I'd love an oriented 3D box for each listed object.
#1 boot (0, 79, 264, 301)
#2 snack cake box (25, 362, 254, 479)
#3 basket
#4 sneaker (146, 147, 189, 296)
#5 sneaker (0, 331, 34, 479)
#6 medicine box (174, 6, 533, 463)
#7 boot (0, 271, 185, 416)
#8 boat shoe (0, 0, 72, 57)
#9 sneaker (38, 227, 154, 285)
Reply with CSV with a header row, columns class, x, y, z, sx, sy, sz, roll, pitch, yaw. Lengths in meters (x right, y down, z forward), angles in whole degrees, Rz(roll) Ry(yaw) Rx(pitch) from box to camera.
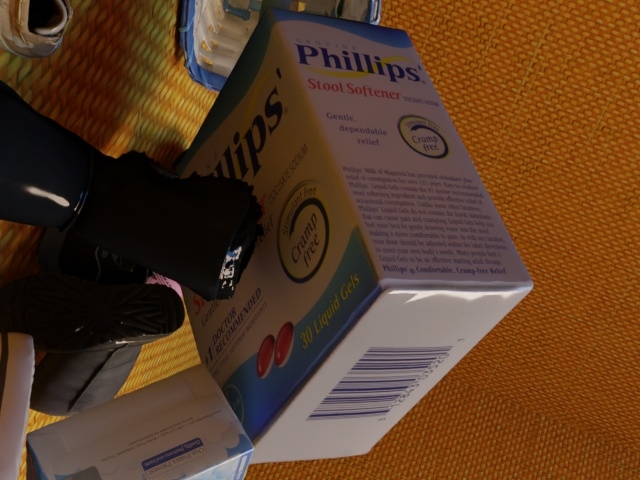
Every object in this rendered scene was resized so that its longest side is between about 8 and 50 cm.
class,x,y,z,sx,sy,sz,roll,pitch,yaw
boot,-0.147,-0.031,0.735,0.246,0.207,0.094,9,102,-85
snack cake box,-0.160,0.226,0.894,0.152,0.089,0.264,-21,151,-27
basket,-0.043,-0.223,1.081,0.254,0.201,0.288,107,-3,-53
sneaker,-0.161,-0.024,1.220,0.131,0.112,0.319,-29,-163,-2
sneaker,-0.255,0.185,0.666,0.321,0.128,0.126,-94,-162,-44
medicine box,0.000,0.000,0.910,0.263,0.149,0.289,-54,-134,40
boot,-0.242,0.104,0.998,0.208,0.190,0.076,-34,-124,49
boat shoe,-0.189,-0.150,0.702,0.135,0.045,0.050,82,30,-81
sneaker,-0.210,0.042,1.051,0.232,0.091,0.081,97,15,-71
